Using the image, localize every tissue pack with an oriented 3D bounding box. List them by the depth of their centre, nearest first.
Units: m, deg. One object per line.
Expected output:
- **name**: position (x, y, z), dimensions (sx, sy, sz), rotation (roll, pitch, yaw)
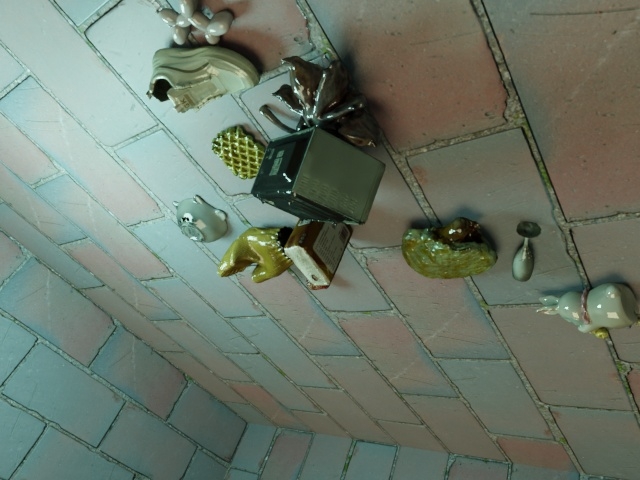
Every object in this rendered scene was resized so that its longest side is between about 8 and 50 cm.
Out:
- **tissue pack**: position (0.000, 0.000, 1.495), dimensions (0.091, 0.226, 0.183), rotation (-9, 132, 41)

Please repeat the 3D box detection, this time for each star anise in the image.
- **star anise**: position (0.003, -0.329, 1.176), dimensions (0.359, 0.139, 0.316), rotation (34, 151, 11)

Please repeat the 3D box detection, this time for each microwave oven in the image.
- **microwave oven**: position (-0.021, -0.146, 1.238), dimensions (0.237, 0.181, 0.295), rotation (22, 175, -27)

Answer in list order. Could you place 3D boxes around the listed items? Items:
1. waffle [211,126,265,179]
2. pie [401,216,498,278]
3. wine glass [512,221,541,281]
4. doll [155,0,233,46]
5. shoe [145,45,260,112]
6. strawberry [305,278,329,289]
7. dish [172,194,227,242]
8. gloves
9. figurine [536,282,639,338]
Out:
- **waffle**: position (-0.237, -0.259, 1.475), dimensions (0.169, 0.036, 0.183), rotation (-14, 131, 38)
- **pie**: position (0.374, 0.041, 1.434), dimensions (0.274, 0.106, 0.257), rotation (-14, 138, 42)
- **wine glass**: position (0.564, 0.037, 1.349), dimensions (0.066, 0.066, 0.198), rotation (8, 140, 23)
- **doll**: position (-0.303, -0.519, 1.160), dimensions (0.161, 0.059, 0.160), rotation (25, 155, -26)
- **shoe**: position (-0.314, -0.390, 1.235), dimensions (0.316, 0.159, 0.124), rotation (13, 160, 25)
- **strawberry**: position (-0.010, 0.149, 1.816), dimensions (0.096, 0.083, 0.083), rotation (26, 144, -5)
- **dish**: position (-0.466, -0.060, 1.816), dimensions (0.227, 0.086, 0.236), rotation (35, 143, -14)
- **gloves**: position (-0.219, 0.050, 1.749), dimensions (0.356, 0.155, 0.203), rotation (-23, 131, 28)
- **figurine**: position (0.758, 0.200, 1.395), dimensions (0.155, 0.127, 0.235), rotation (32, 150, -26)
